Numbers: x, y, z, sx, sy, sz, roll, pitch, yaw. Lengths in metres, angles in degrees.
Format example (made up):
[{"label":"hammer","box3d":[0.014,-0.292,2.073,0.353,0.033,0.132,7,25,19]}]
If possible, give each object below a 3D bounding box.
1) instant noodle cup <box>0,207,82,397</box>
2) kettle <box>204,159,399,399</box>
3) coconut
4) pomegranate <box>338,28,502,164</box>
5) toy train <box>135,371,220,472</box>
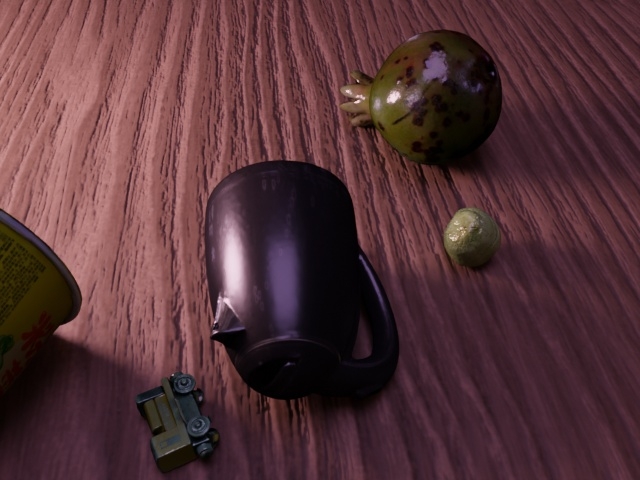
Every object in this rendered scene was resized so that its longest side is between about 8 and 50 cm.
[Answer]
[{"label":"instant noodle cup","box3d":[-0.468,0.098,0.819,0.311,0.311,0.221,12,53,13]},{"label":"kettle","box3d":[-0.016,0.072,0.919,0.268,0.207,0.290,16,42,-25]},{"label":"coconut","box3d":[0.227,-0.005,1.072,0.088,0.096,0.087,-12,60,22]},{"label":"pomegranate","box3d":[0.161,-0.243,1.250,0.306,0.242,0.242,-5,38,24]},{"label":"toy train","box3d":[-0.171,0.215,0.851,0.081,0.050,0.122,-23,48,-14]}]
